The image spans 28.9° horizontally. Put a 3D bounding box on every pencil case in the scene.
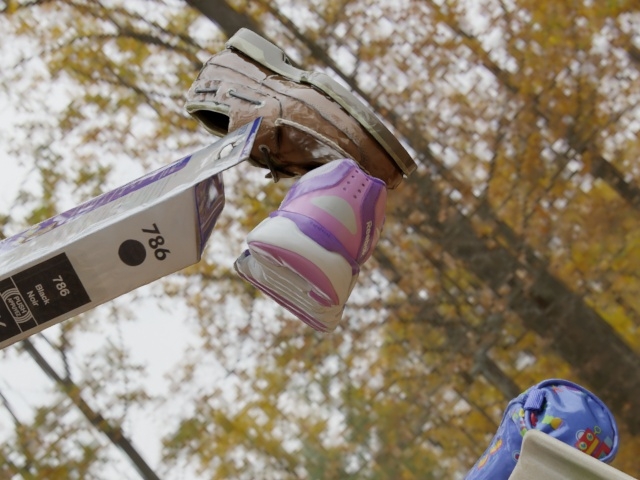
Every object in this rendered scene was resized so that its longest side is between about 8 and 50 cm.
[{"bbox_3d":[0.224,0.294,1.457,0.306,0.133,0.119,-62,-1,38],"label":"pencil case"}]

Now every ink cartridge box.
[{"bbox_3d":[-0.187,0.007,1.017,0.332,0.065,0.165,-25,14,10],"label":"ink cartridge box"}]

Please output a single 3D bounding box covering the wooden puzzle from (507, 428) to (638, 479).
[{"bbox_3d":[0.182,0.352,1.028,0.080,0.322,0.348,29,-94,-30],"label":"wooden puzzle"}]

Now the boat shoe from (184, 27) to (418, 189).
[{"bbox_3d":[-0.026,-0.098,1.150,0.104,0.307,0.111,-44,-54,-6],"label":"boat shoe"}]

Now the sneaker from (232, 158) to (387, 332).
[{"bbox_3d":[0.000,0.000,0.933,0.105,0.095,0.236,-58,1,-13],"label":"sneaker"}]
